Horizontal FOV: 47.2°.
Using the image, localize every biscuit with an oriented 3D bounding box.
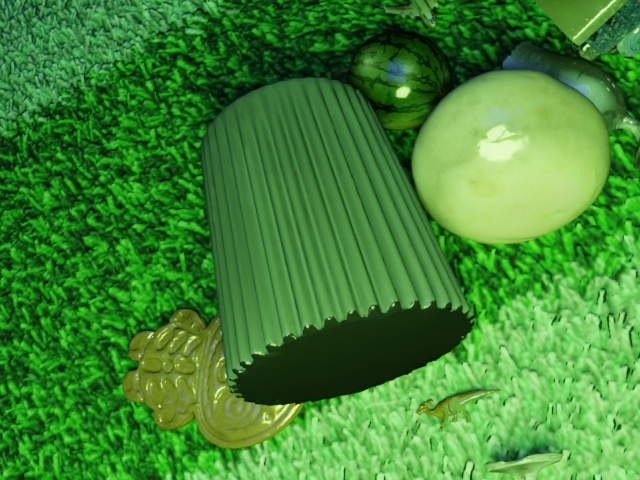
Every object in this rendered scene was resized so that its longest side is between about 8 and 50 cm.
[{"bbox_3d":[-0.150,0.183,1.036,0.288,0.044,0.202,6,74,17],"label":"biscuit"}]

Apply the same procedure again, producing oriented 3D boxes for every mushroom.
[{"bbox_3d":[0.235,-0.112,0.916,0.245,0.246,0.203,-7,49,15],"label":"mushroom"}]

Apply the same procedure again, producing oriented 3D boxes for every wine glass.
[{"bbox_3d":[0.246,0.337,0.822,0.122,0.122,0.183,-15,65,12],"label":"wine glass"},{"bbox_3d":[0.348,-0.186,0.970,0.222,0.103,0.103,35,85,25],"label":"wine glass"}]

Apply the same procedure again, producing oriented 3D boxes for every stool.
[{"bbox_3d":[0.000,0.000,0.923,0.297,0.297,0.330,-21,63,10],"label":"stool"}]

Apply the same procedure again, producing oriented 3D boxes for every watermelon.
[{"bbox_3d":[0.093,-0.229,1.043,0.187,0.140,0.141,17,78,28],"label":"watermelon"}]

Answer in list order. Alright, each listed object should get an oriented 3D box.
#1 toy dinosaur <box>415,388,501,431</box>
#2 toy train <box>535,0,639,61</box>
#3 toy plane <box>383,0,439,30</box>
[{"bbox_3d":[0.175,0.214,0.928,0.113,0.026,0.041,-18,51,20],"label":"toy dinosaur"},{"bbox_3d":[0.406,-0.349,0.879,0.300,0.201,0.131,-45,56,29],"label":"toy train"},{"bbox_3d":[0.153,-0.362,1.122,0.102,0.040,0.111,-27,67,9],"label":"toy plane"}]
